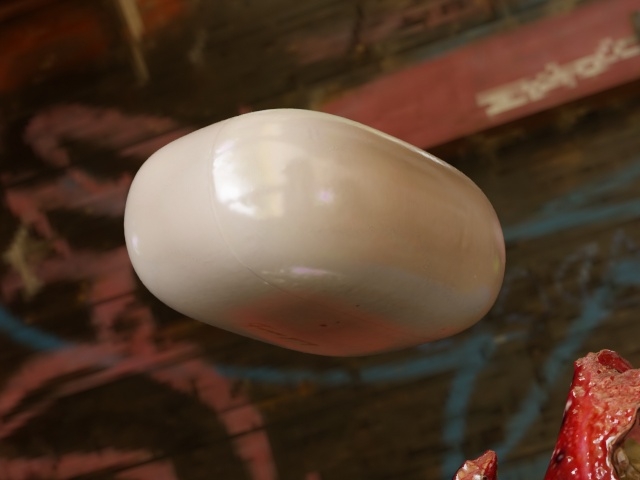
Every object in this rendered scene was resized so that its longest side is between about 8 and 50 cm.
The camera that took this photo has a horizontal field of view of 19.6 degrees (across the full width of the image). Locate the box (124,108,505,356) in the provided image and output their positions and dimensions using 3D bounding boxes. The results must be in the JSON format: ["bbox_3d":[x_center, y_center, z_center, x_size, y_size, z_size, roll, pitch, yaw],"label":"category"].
[{"bbox_3d":[0.000,0.000,0.906,0.200,0.146,0.088,20,-118,-48],"label":"box"}]

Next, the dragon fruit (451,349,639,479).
[{"bbox_3d":[0.094,0.134,0.726,0.092,0.122,0.192,53,-130,-49],"label":"dragon fruit"}]
